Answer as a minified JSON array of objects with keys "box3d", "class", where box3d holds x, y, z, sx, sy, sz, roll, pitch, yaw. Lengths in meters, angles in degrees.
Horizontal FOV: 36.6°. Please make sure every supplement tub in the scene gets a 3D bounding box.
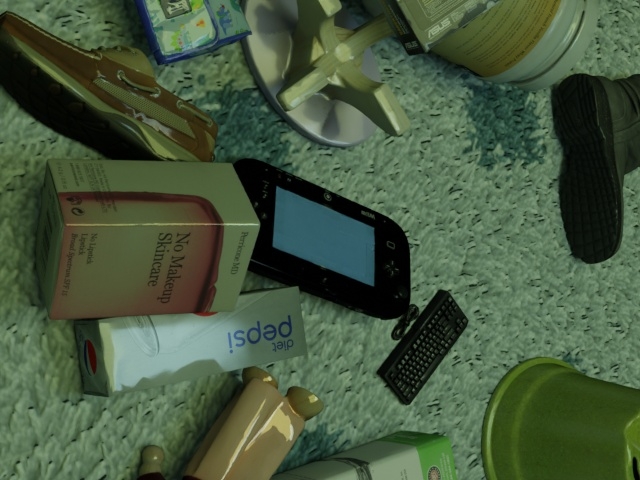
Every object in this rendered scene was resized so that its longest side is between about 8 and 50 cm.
[{"box3d":[0.242,-0.377,1.463,0.316,0.228,0.228,23,74,-29],"class":"supplement tub"}]

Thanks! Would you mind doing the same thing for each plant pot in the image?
[{"box3d":[0.440,0.326,1.519,0.276,0.254,0.276,3,85,-32],"class":"plant pot"}]

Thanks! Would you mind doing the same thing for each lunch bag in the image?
[{"box3d":[-0.178,-0.302,1.251,0.151,0.096,0.128,-29,101,-47],"class":"lunch bag"}]

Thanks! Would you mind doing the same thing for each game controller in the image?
[{"box3d":[0.000,0.000,1.361,0.319,0.067,0.166,22,62,-30],"class":"game controller"}]

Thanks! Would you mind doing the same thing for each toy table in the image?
[{"box3d":[0.014,-0.254,1.332,0.274,0.161,0.252,45,75,-19],"class":"toy table"}]

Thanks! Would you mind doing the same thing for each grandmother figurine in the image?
[{"box3d":[-0.140,0.314,1.200,0.342,0.208,0.104,-57,151,-35],"class":"grandmother figurine"}]

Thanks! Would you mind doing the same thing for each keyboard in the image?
[{"box3d":[0.156,0.155,1.488,0.108,0.023,0.180,50,62,-19],"class":"keyboard"}]

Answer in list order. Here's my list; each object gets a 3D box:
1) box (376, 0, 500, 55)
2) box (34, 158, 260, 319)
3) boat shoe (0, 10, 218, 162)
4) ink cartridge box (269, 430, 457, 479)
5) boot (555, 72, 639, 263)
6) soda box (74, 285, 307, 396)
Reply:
[{"box3d":[0.169,-0.380,1.265,0.231,0.056,0.183,-37,105,-12],"class":"box"},{"box3d":[-0.210,-0.002,1.155,0.232,0.127,0.148,-1,130,-26],"class":"box"},{"box3d":[-0.261,-0.179,1.201,0.324,0.123,0.119,37,62,-34],"class":"boat shoe"},{"box3d":[0.061,0.399,1.352,0.273,0.115,0.198,-10,92,-32],"class":"ink cartridge box"},{"box3d":[0.534,-0.132,1.704,0.223,0.118,0.338,-3,92,-38],"class":"boot"},{"box3d":[-0.162,0.125,1.245,0.286,0.091,0.098,-7,90,-33],"class":"soda box"}]
